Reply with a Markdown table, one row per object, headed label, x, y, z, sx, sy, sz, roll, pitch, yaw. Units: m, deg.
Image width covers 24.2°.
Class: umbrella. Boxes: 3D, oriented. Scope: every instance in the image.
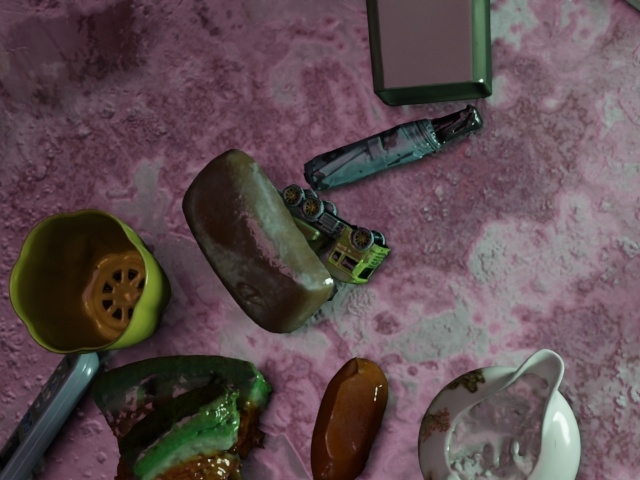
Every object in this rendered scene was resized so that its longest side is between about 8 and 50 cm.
| label | x | y | z | sx | sy | sz | roll | pitch | yaw |
| --- | --- | --- | --- | --- | --- | --- | --- | --- | --- |
| umbrella | 0.097 | -0.124 | 2.007 | 0.250 | 0.053 | 0.052 | -20 | 85 | 9 |

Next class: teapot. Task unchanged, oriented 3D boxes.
| label | x | y | z | sx | sy | sz | roll | pitch | yaw |
| --- | --- | --- | --- | --- | --- | --- | --- | --- | --- |
| teapot | 0.217 | 0.270 | 1.874 | 0.204 | 0.139 | 0.298 | 29 | 89 | 14 |

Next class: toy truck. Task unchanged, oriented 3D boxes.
| label | x | y | z | sx | sy | sz | roll | pitch | yaw |
| --- | --- | --- | --- | --- | --- | --- | --- | --- | --- |
| toy truck | 0.000 | 0.000 | 1.999 | 0.169 | 0.077 | 0.100 | 32 | 97 | 15 |

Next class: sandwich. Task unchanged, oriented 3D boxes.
| label | x | y | z | sx | sy | sz | roll | pitch | yaw |
| --- | --- | --- | --- | --- | --- | --- | --- | --- | --- |
| sandwich | -0.207 | 0.298 | 1.963 | 0.250 | 0.162 | 0.301 | 0 | 79 | 18 |

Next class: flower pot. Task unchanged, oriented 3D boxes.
| label | x | y | z | sx | sy | sz | roll | pitch | yaw |
| --- | --- | --- | --- | --- | --- | --- | --- | --- | --- |
| flower pot | -0.293 | 0.067 | 2.007 | 0.195 | 0.179 | 0.195 | -3 | 80 | 14 |

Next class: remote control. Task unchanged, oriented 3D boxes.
| label | x | y | z | sx | sy | sz | roll | pitch | yaw |
| --- | --- | --- | --- | --- | --- | --- | --- | --- | --- |
| remote control | -0.382 | 0.250 | 2.055 | 0.047 | 0.087 | 0.244 | 34 | 92 | -23 |

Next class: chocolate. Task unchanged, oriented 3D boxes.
| label | x | y | z | sx | sy | sz | roll | pitch | yaw |
| --- | --- | --- | --- | --- | --- | --- | --- | --- | --- |
| chocolate | -0.102 | 0.008 | 1.979 | 0.261 | 0.083 | 0.161 | 55 | 136 | 15 |

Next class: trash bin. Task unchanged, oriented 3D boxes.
| label | x | y | z | sx | sy | sz | roll | pitch | yaw |
| --- | --- | --- | --- | --- | --- | --- | --- | --- | --- |
| trash bin | 0.147 | -0.311 | 1.988 | 0.164 | 0.122 | 0.240 | -5 | 82 | 12 |

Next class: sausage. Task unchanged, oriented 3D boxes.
| label | x | y | z | sx | sy | sz | roll | pitch | yaw |
| --- | --- | --- | --- | --- | --- | --- | --- | --- | --- |
| sausage | 0.037 | 0.236 | 1.951 | 0.089 | 0.089 | 0.179 | 12 | 75 | 15 |

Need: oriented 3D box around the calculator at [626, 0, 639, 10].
| label | x | y | z | sx | sy | sz | roll | pitch | yaw |
| --- | --- | --- | --- | --- | --- | --- | --- | --- | --- |
| calculator | 0.507 | -0.355 | 1.944 | 0.302 | 0.042 | 0.188 | 30 | 89 | 17 |
